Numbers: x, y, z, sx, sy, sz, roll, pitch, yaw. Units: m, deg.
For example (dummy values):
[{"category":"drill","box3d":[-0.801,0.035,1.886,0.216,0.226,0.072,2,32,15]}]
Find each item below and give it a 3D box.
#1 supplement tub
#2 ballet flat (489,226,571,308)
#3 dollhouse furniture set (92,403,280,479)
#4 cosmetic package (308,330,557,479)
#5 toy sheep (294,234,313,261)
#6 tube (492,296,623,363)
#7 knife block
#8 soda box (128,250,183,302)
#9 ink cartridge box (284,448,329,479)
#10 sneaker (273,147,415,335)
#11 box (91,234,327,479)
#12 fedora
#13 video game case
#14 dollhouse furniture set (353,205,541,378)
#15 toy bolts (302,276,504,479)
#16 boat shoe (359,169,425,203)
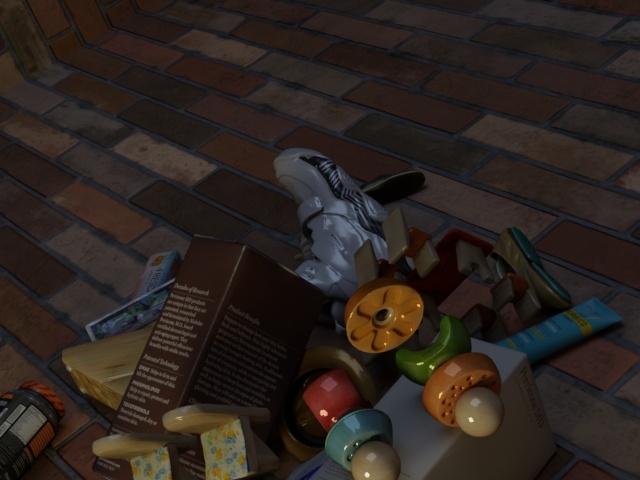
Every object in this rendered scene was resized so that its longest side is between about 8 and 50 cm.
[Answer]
[{"category":"supplement tub","box3d":[-0.519,0.331,2.053,0.117,0.117,0.190,3,39,34]},{"category":"ballet flat","box3d":[0.336,0.061,1.983,0.073,0.080,0.232,-47,26,14]},{"category":"dollhouse furniture set","box3d":[-0.246,0.421,1.480,0.394,0.256,0.362,-25,67,34]},{"category":"cosmetic package","box3d":[0.135,0.313,1.602,0.155,0.197,0.365,14,48,44]},{"category":"toy sheep","box3d":[0.002,0.012,2.236,0.091,0.091,0.132,-3,51,29]},{"category":"tube","box3d":[0.349,0.145,1.861,0.207,0.052,0.080,-23,34,-12]},{"category":"knife block","box3d":[-0.263,0.191,2.083,0.275,0.088,0.242,22,57,32]},{"category":"soda box","box3d":[-0.309,0.098,2.321,0.063,0.058,0.183,-9,35,20]},{"category":"ink cartridge box","box3d":[-0.027,0.354,1.704,0.206,0.045,0.208,-41,-1,-42]},{"category":"sneaker","box3d":[0.000,0.000,2.113,0.210,0.137,0.366,-39,65,-18]},{"category":"box","box3d":[-0.160,0.203,1.801,0.143,0.191,0.381,13,74,46]},{"category":"fedora","box3d":[0.019,0.248,1.848,0.194,0.194,0.079,3,0,35]},{"category":"video game case","box3d":[-0.294,0.173,2.177,0.201,0.023,0.183,-28,54,-8]},{"category":"dollhouse furniture set","box3d":[0.158,0.080,1.891,0.259,0.262,0.135,-49,31,31]},{"category":"toy bolts","box3d":[0.091,0.186,1.472,0.228,0.218,0.158,-39,40,5]},{"category":"boat shoe","box3d":[0.125,-0.105,2.355,0.152,0.056,0.049,-20,37,5]}]
